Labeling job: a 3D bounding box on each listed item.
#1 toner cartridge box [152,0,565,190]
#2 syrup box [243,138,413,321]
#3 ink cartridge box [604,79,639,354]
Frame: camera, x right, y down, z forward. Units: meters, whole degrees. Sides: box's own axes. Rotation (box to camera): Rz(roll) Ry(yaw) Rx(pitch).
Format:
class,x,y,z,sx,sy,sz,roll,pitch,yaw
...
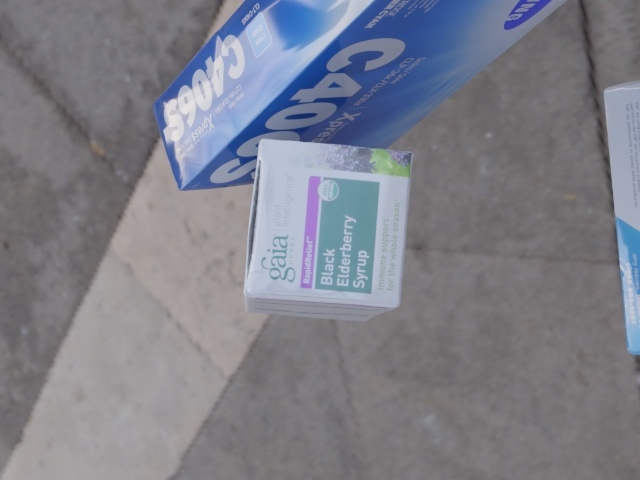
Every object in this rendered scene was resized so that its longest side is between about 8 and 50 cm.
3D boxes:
class,x,y,z,sx,sy,sz,roll,pitch,yaw
toner cartridge box,0.038,-0.141,0.971,0.348,0.165,0.075,-39,66,52
syrup box,0.000,0.000,0.960,0.237,0.096,0.093,126,149,-84
ink cartridge box,0.367,-0.029,1.011,0.270,0.197,0.198,-7,87,52
